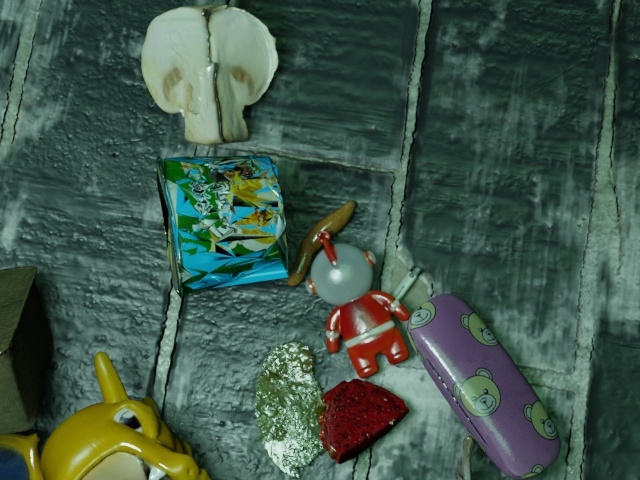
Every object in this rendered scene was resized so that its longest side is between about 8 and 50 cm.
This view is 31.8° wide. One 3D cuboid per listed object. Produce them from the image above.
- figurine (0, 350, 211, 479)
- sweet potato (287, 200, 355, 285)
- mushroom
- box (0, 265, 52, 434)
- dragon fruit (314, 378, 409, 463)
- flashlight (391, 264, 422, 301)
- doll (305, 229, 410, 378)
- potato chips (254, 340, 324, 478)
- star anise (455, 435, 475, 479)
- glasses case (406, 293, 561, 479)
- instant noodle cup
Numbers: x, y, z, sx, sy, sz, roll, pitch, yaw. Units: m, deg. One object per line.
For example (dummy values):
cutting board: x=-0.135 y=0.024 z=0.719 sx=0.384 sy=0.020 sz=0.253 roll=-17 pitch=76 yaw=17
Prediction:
figurine: x=-0.378 y=0.380 z=1.634 sx=0.387 sy=0.268 sz=0.401 roll=-45 pitch=76 yaw=-7
sweet potato: x=-0.003 y=-0.002 z=1.840 sx=0.044 sy=0.044 sz=0.179 roll=38 pitch=76 yaw=8
mushroom: x=-0.182 y=-0.288 z=1.872 sx=0.162 sy=0.173 sz=0.236 roll=-25 pitch=120 yaw=-42
box: x=-0.509 y=0.165 z=1.665 sx=0.184 sy=0.273 sz=0.143 roll=-10 pitch=116 yaw=-1
dragon fruit: x=0.046 y=0.280 z=1.756 sx=0.162 sy=0.083 sz=0.106 roll=-29 pitch=68 yaw=-33
flashlight: x=0.135 y=0.077 z=1.831 sx=0.018 sy=0.018 sz=0.083 roll=36 pitch=79 yaw=9
doll: x=0.052 y=0.095 z=1.798 sx=0.142 sy=0.076 sz=0.245 roll=-27 pitch=83 yaw=3
potato chips: x=-0.038 y=0.268 z=1.784 sx=0.142 sy=0.026 sz=0.209 roll=15 pitch=78 yaw=1
star anise: x=0.235 y=0.428 z=1.715 sx=0.209 sy=0.089 sz=0.231 roll=-28 pitch=90 yaw=-14
glasses case: x=0.254 y=0.226 z=1.757 sx=0.123 sy=0.076 sz=0.316 roll=-28 pitch=77 yaw=-33
instant noodle cup: x=-0.153 y=-0.033 z=1.760 sx=0.178 sy=0.240 sz=0.240 roll=-9 pitch=77 yaw=-10
